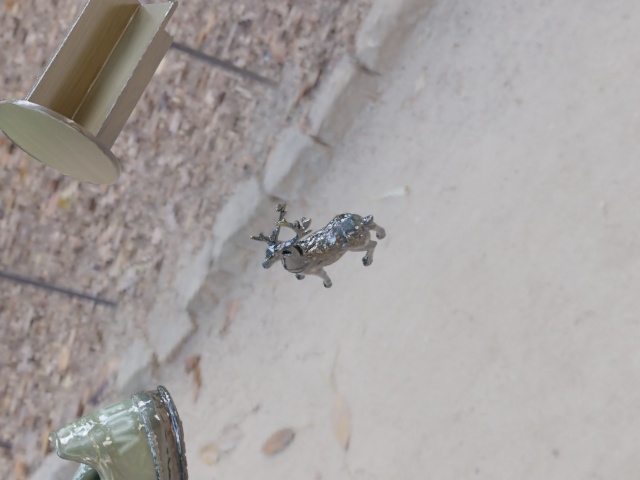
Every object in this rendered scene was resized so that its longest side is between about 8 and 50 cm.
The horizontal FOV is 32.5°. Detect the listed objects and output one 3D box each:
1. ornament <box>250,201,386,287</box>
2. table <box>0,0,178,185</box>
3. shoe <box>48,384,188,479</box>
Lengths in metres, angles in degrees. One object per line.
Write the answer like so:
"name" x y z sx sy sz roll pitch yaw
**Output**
"ornament" 0.000 0.000 0.704 0.073 0.125 0.028 -29 68 8
"table" -0.272 -0.207 1.359 0.167 0.167 0.226 -13 47 58
"shoe" -0.203 0.294 1.101 0.109 0.149 0.292 -149 53 -64
